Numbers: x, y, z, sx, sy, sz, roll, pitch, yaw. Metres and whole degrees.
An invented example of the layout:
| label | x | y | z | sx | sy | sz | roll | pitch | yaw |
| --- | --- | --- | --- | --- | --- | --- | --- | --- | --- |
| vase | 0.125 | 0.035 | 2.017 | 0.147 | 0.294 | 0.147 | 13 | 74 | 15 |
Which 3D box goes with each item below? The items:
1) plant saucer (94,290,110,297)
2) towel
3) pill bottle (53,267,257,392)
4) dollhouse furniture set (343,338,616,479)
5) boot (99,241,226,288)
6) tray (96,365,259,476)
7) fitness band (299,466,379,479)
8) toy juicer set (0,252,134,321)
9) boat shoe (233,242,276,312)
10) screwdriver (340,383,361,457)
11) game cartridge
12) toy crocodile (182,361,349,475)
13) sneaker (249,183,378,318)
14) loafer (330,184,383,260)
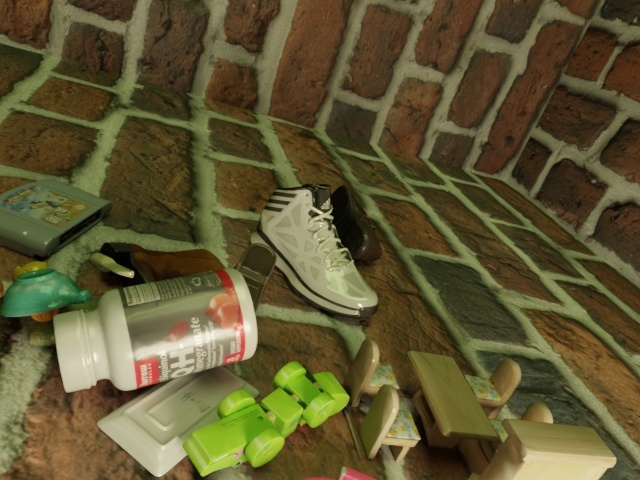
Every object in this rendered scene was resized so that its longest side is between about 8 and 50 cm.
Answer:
| label | x | y | z | sx | sy | sz | roll | pitch | yaw |
| --- | --- | --- | --- | --- | --- | --- | --- | --- | --- |
| plant saucer | -0.432 | 0.135 | 1.096 | 0.083 | 0.013 | 0.083 | 17 | 26 | -9 |
| towel | -0.478 | 0.149 | 1.002 | 0.110 | 0.027 | 0.148 | 8 | 30 | -15 |
| pill bottle | -0.287 | 0.160 | 0.933 | 0.318 | 0.176 | 0.176 | -10 | 37 | -24 |
| dollhouse furniture set | 0.290 | 0.324 | 0.984 | 0.362 | 0.256 | 0.394 | 12 | 26 | -18 |
| boot | -0.321 | 0.094 | 1.198 | 0.280 | 0.096 | 0.264 | 7 | 17 | -47 |
| tray | -0.235 | 0.285 | 0.929 | 0.145 | 0.030 | 0.270 | 31 | 27 | 19 |
| fitness band | 0.081 | 0.438 | 0.778 | 0.291 | 0.054 | 0.209 | 20 | 11 | 9 |
| toy juicer set | -0.508 | 0.094 | 0.979 | 0.329 | 0.089 | 0.209 | -11 | 14 | -15 |
| boat shoe | -0.188 | 0.138 | 1.178 | 0.110 | 0.104 | 0.307 | 32 | 43 | 3 |
| screwdriver | 0.052 | 0.351 | 1.034 | 0.025 | 0.024 | 0.170 | -12 | 37 | -1 |
| game cartridge | -0.667 | -0.065 | 1.275 | 0.198 | 0.062 | 0.297 | 24 | 25 | -3 |
| toy crocodile | -0.080 | 0.312 | 0.927 | 0.115 | 0.105 | 0.340 | 37 | 34 | 30 |
| sneaker | -0.001 | 0.000 | 1.409 | 0.447 | 0.257 | 0.169 | 36 | 29 | 29 |
| loafer | 0.107 | -0.045 | 1.771 | 0.130 | 0.134 | 0.366 | 33 | 26 | -34 |
